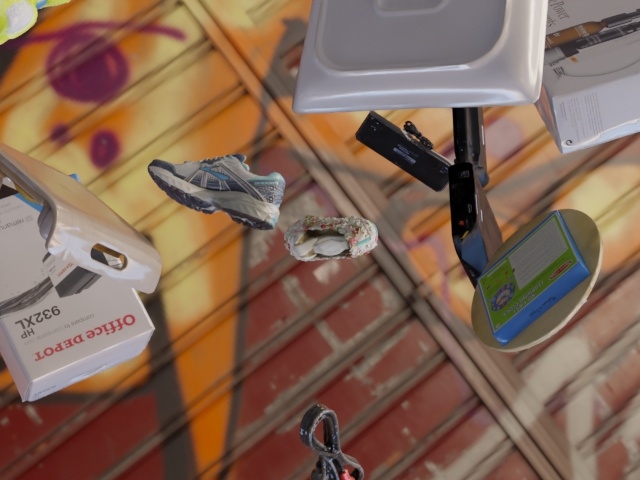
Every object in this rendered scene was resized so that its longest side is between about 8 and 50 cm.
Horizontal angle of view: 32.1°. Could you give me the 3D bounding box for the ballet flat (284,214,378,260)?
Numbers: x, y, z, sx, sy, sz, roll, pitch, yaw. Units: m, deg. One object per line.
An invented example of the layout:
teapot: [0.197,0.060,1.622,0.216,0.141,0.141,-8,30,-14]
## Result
ballet flat: [0.000,0.000,2.022,0.241,0.091,0.077,-10,-162,47]

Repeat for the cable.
cable: [0.028,0.359,1.760,0.139,0.072,0.287,-30,141,-32]

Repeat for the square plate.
square plate: [0.131,-0.339,1.464,0.344,0.347,0.049,1,164,27]

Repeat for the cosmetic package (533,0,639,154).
cosmetic package: [0.433,-0.279,1.596,0.285,0.097,0.377,-14,-150,4]

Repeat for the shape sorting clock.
shape sorting clock: [0.269,0.050,1.391,0.206,0.040,0.206,-42,-156,24]

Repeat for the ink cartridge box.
ink cartridge box: [-0.444,0.076,1.837,0.223,0.307,0.129,-23,166,-26]

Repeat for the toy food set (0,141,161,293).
toy food set: [-0.381,-0.036,1.550,0.092,0.306,0.220,-55,145,3]

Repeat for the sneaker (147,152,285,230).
sneaker: [-0.198,-0.114,2.163,0.110,0.283,0.122,72,39,-70]

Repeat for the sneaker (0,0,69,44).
sneaker: [-0.340,-0.234,1.082,0.240,0.091,0.126,-28,-150,-19]

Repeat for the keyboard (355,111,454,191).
keyboard: [0.152,-0.158,1.873,0.023,0.180,0.108,-59,-177,-33]

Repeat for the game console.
game console: [0.229,-0.099,1.660,0.044,0.361,0.213,-9,149,17]
